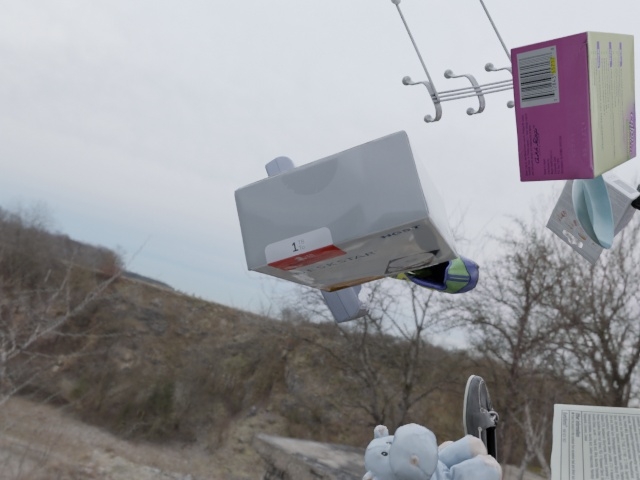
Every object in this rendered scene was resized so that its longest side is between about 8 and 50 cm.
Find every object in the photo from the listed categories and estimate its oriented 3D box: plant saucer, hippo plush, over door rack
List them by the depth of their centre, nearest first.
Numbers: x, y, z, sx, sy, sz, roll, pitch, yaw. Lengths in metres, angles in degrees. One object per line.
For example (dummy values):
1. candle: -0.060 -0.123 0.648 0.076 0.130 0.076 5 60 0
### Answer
1. plant saucer: 0.562 -0.074 1.096 0.037 0.194 0.195 -12 -30 42
2. over door rack: 0.288 -0.422 1.142 0.240 0.324 0.108 -15 -4 -19
3. hippo plush: 0.216 0.489 1.152 0.236 0.234 0.294 43 -52 -7

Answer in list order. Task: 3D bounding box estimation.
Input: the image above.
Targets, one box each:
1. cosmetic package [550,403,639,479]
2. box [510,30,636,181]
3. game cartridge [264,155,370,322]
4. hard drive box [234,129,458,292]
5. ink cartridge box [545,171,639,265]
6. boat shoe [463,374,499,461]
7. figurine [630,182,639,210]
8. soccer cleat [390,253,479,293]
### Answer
1. cosmetic package: 0.411 0.267 0.545 0.310 0.113 0.160 -4 18 28
2. box: 0.429 -0.224 0.879 0.117 0.213 0.243 3 16 45
3. game cartridge: 0.000 0.000 0.911 0.060 0.294 0.196 -28 -11 11
4. hard drive box: 0.043 -0.015 0.588 0.181 0.089 0.232 -17 -17 18
5. ink cartridge box: 0.700 -0.075 1.361 0.181 0.056 0.224 55 -27 41
6. boat shoe: 0.422 0.518 1.339 0.096 0.335 0.112 -4 -18 36
7. figurine: 0.692 -0.039 0.966 0.209 0.092 0.215 55 16 23
8. soccer cleat: 0.199 0.049 1.118 0.121 0.093 0.289 4 4 -36
